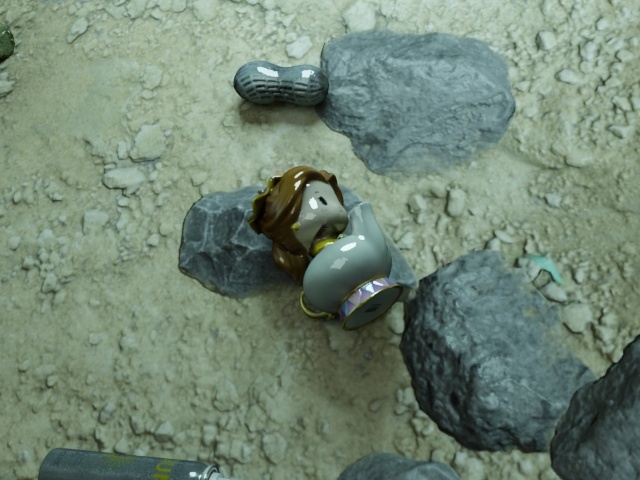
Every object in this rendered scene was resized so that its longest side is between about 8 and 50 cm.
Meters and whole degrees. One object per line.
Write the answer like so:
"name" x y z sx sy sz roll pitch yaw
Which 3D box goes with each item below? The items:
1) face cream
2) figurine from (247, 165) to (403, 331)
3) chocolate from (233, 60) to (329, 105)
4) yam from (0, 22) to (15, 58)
"face cream" -0.256 0.341 0.958 0.283 0.073 0.073 1 71 14
"figurine" 0.000 0.000 0.985 0.189 0.142 0.263 -46 65 20
"chocolate" -0.067 -0.260 1.128 0.167 0.072 0.072 8 73 15
"yam" -0.681 -0.407 1.325 0.179 0.078 0.078 24 78 19
